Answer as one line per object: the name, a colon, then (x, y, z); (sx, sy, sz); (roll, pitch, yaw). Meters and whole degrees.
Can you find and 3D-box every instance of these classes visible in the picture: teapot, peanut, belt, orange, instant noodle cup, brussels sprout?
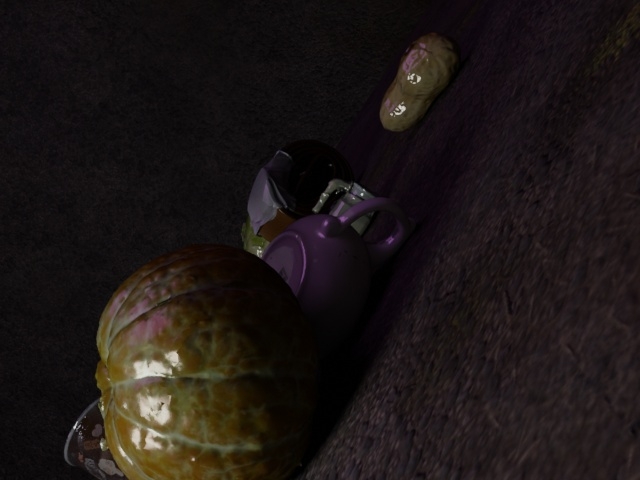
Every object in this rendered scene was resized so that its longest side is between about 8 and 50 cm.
teapot: (0.022, -0.022, 1.535); (0.200, 0.107, 0.077); (-56, 3, 9)
peanut: (0.191, -0.312, 1.662); (0.236, 0.110, 0.120); (-55, 20, 37)
belt: (-0.045, -0.116, 1.991); (0.122, 0.217, 0.338); (-52, 2, 39)
orange: (-0.140, 0.167, 1.000); (0.329, 0.249, 0.329); (178, 90, -71)
instant noodle cup: (-0.433, 0.477, 1.882); (0.217, 0.207, 0.217); (-46, -26, -30)
teapot: (0.008, 0.058, 1.166); (0.300, 0.166, 0.208); (-45, 28, 20)
brussels sprout: (-0.102, -0.036, 2.154); (0.244, 0.244, 0.244); (-56, 6, 10)

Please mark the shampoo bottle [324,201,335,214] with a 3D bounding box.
shampoo bottle: (0.000, 0.000, 1.850); (0.183, 0.050, 0.087); (-57, 3, 6)
